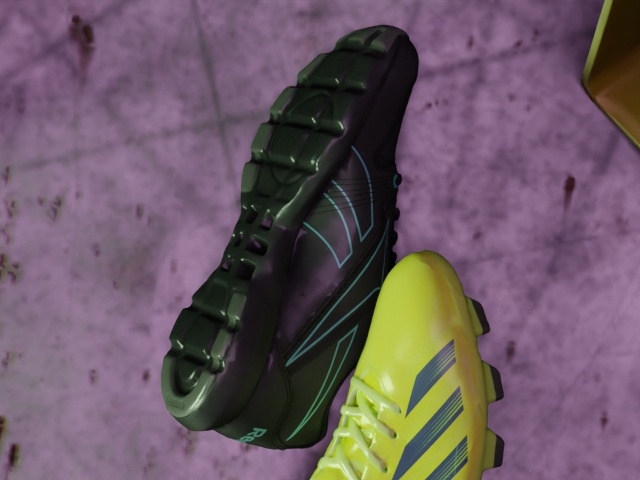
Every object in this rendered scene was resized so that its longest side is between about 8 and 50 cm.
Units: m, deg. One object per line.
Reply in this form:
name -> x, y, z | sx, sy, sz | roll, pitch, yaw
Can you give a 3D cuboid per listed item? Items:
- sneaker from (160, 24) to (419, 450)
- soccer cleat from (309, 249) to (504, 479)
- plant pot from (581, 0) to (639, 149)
sneaker -> 0.000, 0.000, 0.973 | 0.106, 0.101, 0.267 | 27, 86, -28
soccer cleat -> 0.029, 0.147, 0.932 | 0.121, 0.093, 0.289 | 1, 107, -17
plant pot -> 0.292, -0.104, 0.883 | 0.187, 0.212, 0.212 | -41, 77, -7
